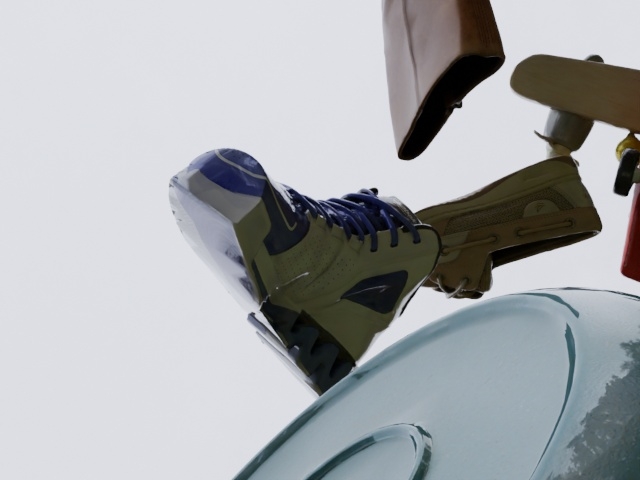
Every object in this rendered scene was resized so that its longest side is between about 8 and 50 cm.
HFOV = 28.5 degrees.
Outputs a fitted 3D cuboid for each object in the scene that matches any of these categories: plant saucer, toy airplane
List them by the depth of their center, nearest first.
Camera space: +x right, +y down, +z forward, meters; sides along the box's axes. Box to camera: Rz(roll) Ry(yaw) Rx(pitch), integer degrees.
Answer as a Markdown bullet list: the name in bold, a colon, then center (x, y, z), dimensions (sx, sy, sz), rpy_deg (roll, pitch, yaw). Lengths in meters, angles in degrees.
- **plant saucer**: center (0.014, 0.121, 0.495), dimensions (0.317, 0.317, 0.044), rpy_deg (-42, -79, -5)
- **toy airplane**: center (0.488, -0.139, 1.656), dimensions (0.384, 0.386, 0.272), rpy_deg (-22, -29, -7)

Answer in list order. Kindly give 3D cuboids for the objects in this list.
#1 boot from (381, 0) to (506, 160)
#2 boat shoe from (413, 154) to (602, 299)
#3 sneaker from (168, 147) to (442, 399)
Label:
- **boot**: center (0.068, -0.196, 1.044), dimensions (0.096, 0.264, 0.281), rpy_deg (3, -114, -27)
- **boat shoe**: center (0.168, 0.014, 1.513), dimensions (0.341, 0.110, 0.121), rpy_deg (-25, -16, 6)
- **sneaker**: center (0.000, 0.001, 1.121), dimensions (0.182, 0.127, 0.315), rpy_deg (-43, -39, -12)
